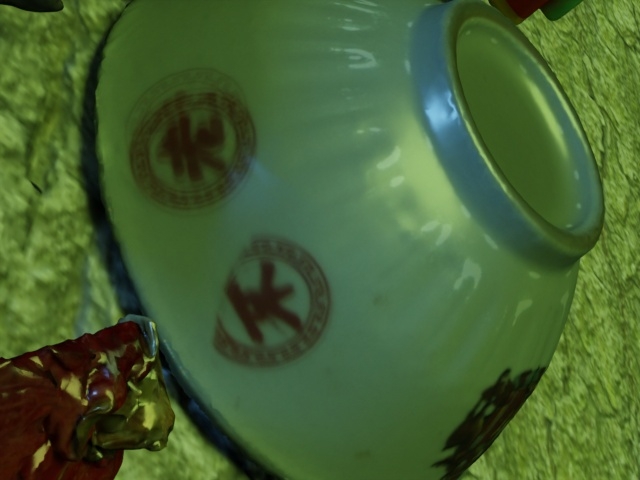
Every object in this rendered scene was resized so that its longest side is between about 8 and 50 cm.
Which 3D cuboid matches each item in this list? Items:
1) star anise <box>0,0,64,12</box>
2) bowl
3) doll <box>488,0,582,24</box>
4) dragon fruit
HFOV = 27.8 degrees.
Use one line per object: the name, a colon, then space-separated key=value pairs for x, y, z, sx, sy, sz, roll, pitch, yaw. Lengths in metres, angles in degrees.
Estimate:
star anise: x=-0.195 y=-0.195 z=0.486 sx=0.331 sy=0.117 sz=0.332 roll=0 pitch=90 yaw=-72
bowl: x=0.050 y=-0.033 z=0.709 sx=0.337 sy=0.157 sz=0.337 roll=35 pitch=40 yaw=-37
doll: x=0.087 y=-0.325 z=0.983 sx=0.363 sy=0.160 sz=0.182 roll=55 pitch=32 yaw=-9
dragon fruit: x=-0.106 y=0.079 z=0.465 sx=0.162 sy=0.106 sz=0.083 roll=-11 pitch=77 yaw=-60
